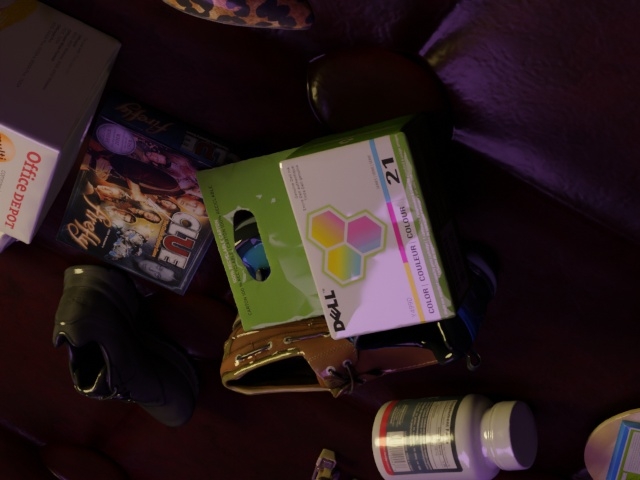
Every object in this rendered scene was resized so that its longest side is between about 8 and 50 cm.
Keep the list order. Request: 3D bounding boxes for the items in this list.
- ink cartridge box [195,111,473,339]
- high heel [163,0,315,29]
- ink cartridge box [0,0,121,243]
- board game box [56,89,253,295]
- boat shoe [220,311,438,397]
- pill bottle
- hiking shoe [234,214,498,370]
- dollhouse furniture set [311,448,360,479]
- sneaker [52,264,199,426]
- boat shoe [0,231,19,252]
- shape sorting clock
[{"bbox_3d":[0.000,0.000,1.354,0.255,0.097,0.188,-13,102,20],"label":"ink cartridge box"},{"bbox_3d":[-0.101,-0.285,1.146,0.261,0.093,0.186,31,148,0],"label":"high heel"},{"bbox_3d":[-0.348,-0.144,1.367,0.233,0.168,0.171,25,141,-7],"label":"ink cartridge box"},{"bbox_3d":[-0.188,-0.046,1.518,0.165,0.042,0.243,24,142,-6],"label":"board game box"},{"bbox_3d":[0.027,0.134,1.591,0.307,0.104,0.110,-8,134,31],"label":"boat shoe"},{"bbox_3d":[0.164,0.240,1.658,0.180,0.108,0.108,-9,134,32],"label":"pill bottle"},{"bbox_3d":[0.032,0.046,1.461,0.304,0.132,0.113,9,141,14],"label":"hiking shoe"},{"bbox_3d":[0.038,0.352,1.868,0.114,0.081,0.091,18,142,2],"label":"dollhouse furniture set"},{"bbox_3d":[-0.253,0.160,1.726,0.109,0.130,0.286,-9,135,29],"label":"sneaker"},{"bbox_3d":[-0.359,-0.026,1.599,0.063,0.066,0.184,-12,169,-26],"label":"boat shoe"},{"bbox_3d":[0.417,0.259,1.623,0.206,0.040,0.206,11,137,10],"label":"shape sorting clock"}]
